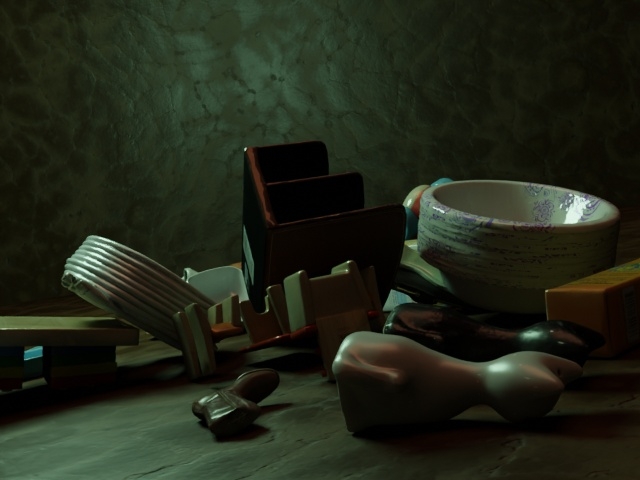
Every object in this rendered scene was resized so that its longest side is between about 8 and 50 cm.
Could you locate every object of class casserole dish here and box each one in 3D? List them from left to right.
[{"bbox_3d":[-0.472,0.204,1.560,0.188,0.037,0.114,-11,3,-34],"label":"casserole dish"}]

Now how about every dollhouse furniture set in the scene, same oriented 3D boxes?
[{"bbox_3d":[-0.029,0.121,1.204,0.262,0.135,0.259,-11,-8,-26],"label":"dollhouse furniture set"}]

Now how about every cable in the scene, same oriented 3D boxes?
[{"bbox_3d":[-0.259,0.086,1.382,0.257,0.089,0.257,31,-11,-16],"label":"cable"}]

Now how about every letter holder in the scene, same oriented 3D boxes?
[{"bbox_3d":[0.000,0.000,1.401,0.214,0.152,0.302,-9,-35,-12],"label":"letter holder"}]

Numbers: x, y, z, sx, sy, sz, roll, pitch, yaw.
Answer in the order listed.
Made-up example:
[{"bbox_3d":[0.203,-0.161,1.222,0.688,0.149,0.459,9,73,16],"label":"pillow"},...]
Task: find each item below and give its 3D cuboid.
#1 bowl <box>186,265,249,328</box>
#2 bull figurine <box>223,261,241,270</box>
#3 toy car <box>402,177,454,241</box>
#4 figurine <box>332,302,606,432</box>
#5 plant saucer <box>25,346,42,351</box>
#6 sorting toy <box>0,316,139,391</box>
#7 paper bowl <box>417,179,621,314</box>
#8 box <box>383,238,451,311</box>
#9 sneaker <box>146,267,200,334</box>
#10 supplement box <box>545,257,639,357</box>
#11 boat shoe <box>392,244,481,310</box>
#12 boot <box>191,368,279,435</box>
[{"bbox_3d":[-0.167,0.114,1.688,0.142,0.053,0.142,41,34,26],"label":"bowl"},{"bbox_3d":[-0.156,0.098,1.999,0.188,0.101,0.310,-4,7,26],"label":"bull figurine"},{"bbox_3d":[0.279,0.010,1.962,0.238,0.210,0.219,26,36,30],"label":"toy car"},{"bbox_3d":[0.144,0.115,0.858,0.209,0.092,0.215,-4,6,25],"label":"figurine"},{"bbox_3d":[-0.534,0.215,1.734,0.067,0.018,0.192,-9,2,12],"label":"plant saucer"},{"bbox_3d":[-0.411,0.162,1.339,0.255,0.089,0.257,2,-2,-20],"label":"sorting toy"},{"bbox_3d":[0.282,0.010,1.346,0.284,0.148,0.284,1,17,0],"label":"paper bowl"},{"bbox_3d":[0.152,0.058,1.593,0.203,0.114,0.103,-6,5,39],"label":"box"},{"bbox_3d":[-0.210,0.106,1.776,0.262,0.121,0.099,-11,4,-22],"label":"sneaker"},{"bbox_3d":[0.349,0.071,1.056,0.078,0.080,0.233,-4,4,44],"label":"supplement box"},{"bbox_3d":[0.162,0.062,1.470,0.228,0.068,0.081,24,31,22],"label":"boat shoe"},{"bbox_3d":[-0.075,0.166,0.957,0.106,0.037,0.114,-24,4,-19],"label":"boot"}]
